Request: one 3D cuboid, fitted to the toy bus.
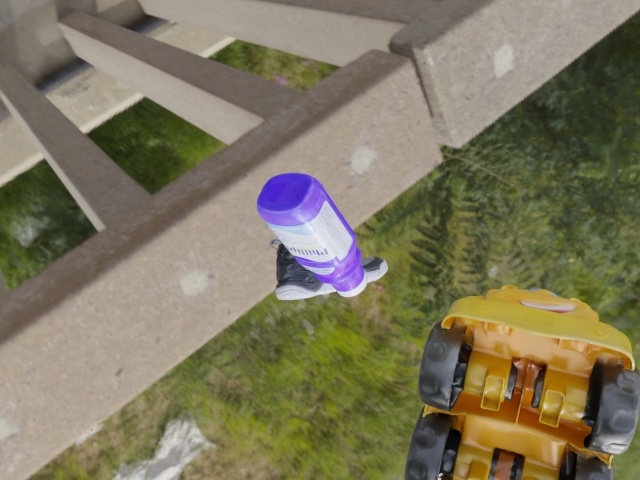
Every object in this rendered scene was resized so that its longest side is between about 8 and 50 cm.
[{"bbox_3d":[0.172,0.112,0.570,0.211,0.150,0.220,-51,148,-52],"label":"toy bus"}]

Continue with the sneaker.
[{"bbox_3d":[0.019,0.032,1.480,0.269,0.101,0.153,-12,89,-27],"label":"sneaker"}]

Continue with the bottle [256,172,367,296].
[{"bbox_3d":[0.000,0.000,1.200,0.283,0.118,0.092,54,50,-46],"label":"bottle"}]
